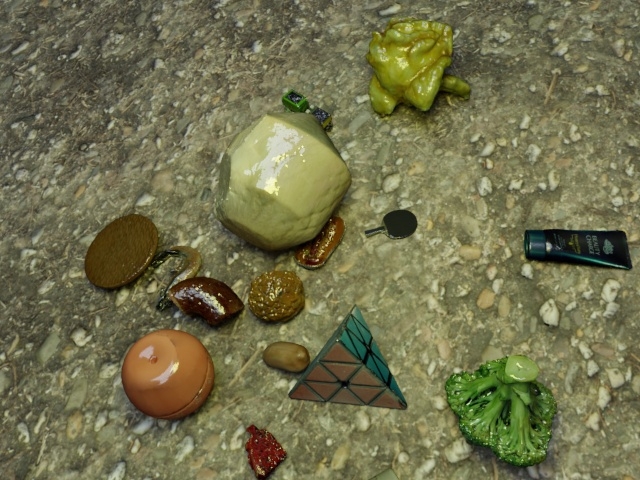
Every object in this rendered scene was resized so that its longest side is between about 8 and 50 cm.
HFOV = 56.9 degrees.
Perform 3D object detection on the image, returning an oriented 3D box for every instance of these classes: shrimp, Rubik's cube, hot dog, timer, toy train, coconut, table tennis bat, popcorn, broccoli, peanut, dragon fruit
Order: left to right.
[{"bbox_3d":[-0.454,0.103,1.764,0.152,0.046,0.219,20,65,19],"label":"shrimp"},{"bbox_3d":[-0.394,0.348,1.536,0.230,0.214,0.229,-5,56,8],"label":"timer"},{"bbox_3d":[-0.158,0.537,1.492,0.097,0.063,0.131,-23,55,-40],"label":"dragon fruit"},{"bbox_3d":[-0.111,-0.181,1.671,0.415,0.345,0.415,-38,30,27],"label":"coconut"},{"bbox_3d":[-0.092,0.308,1.575,0.152,0.076,0.076,1,61,35],"label":"peanut"},{"bbox_3d":[-0.044,-0.422,1.941,0.202,0.081,0.060,35,73,24],"label":"toy train"},{"bbox_3d":[0.000,0.000,1.730,0.108,0.059,0.191,22,71,25],"label":"hot dog"},{"bbox_3d":[0.069,0.310,1.505,0.233,0.229,0.228,14,106,55],"label":"Rubik's cube"},{"bbox_3d":[0.207,-0.041,1.736,0.158,0.014,0.095,-17,62,0],"label":"table tennis bat"},{"bbox_3d":[0.300,-0.539,1.830,0.322,0.289,0.325,-5,43,10],"label":"popcorn"},{"bbox_3d":[0.429,0.366,1.342,0.254,0.269,0.269,-21,60,-18],"label":"broccoli"}]

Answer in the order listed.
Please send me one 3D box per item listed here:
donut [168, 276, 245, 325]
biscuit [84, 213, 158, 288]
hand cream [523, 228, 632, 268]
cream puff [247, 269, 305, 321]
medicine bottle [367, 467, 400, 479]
[{"bbox_3d":[-0.328,0.162,1.650,0.144,0.126,0.186,-40,88,4],"label":"donut"},{"bbox_3d":[-0.608,0.034,1.815,0.262,0.037,0.261,-12,55,17],"label":"biscuit"},{"bbox_3d":[0.693,0.018,1.599,0.271,0.061,0.120,4,59,4],"label":"hand cream"},{"bbox_3d":[-0.124,0.150,1.640,0.150,0.115,0.165,39,77,23],"label":"cream puff"},{"bbox_3d":[0.113,0.651,1.270,0.232,0.237,0.237,-28,62,-7],"label":"medicine bottle"}]
